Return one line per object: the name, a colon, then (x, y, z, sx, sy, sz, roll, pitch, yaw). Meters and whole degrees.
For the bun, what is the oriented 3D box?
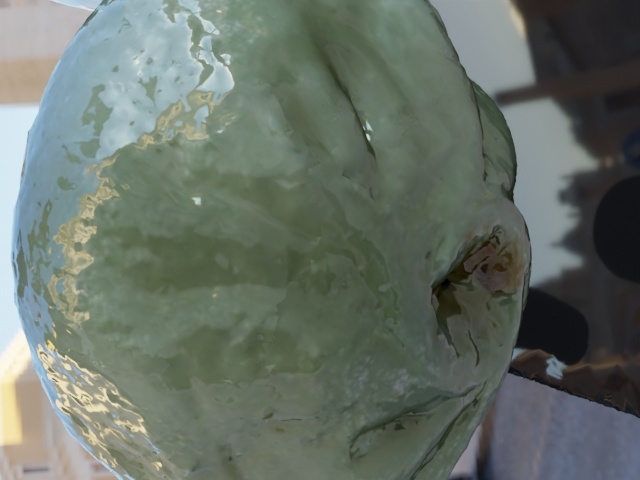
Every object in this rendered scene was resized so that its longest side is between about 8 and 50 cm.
bun: (0.000, 0.000, 0.438, 0.195, 0.118, 0.195, -15, -71, -51)

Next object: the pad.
pad: (0.203, -0.074, 0.845, 0.063, 0.315, 0.375, 62, -131, -67)

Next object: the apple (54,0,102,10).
apple: (-0.105, -0.242, 0.711, 0.253, 0.253, 0.253, 176, 90, -89)
